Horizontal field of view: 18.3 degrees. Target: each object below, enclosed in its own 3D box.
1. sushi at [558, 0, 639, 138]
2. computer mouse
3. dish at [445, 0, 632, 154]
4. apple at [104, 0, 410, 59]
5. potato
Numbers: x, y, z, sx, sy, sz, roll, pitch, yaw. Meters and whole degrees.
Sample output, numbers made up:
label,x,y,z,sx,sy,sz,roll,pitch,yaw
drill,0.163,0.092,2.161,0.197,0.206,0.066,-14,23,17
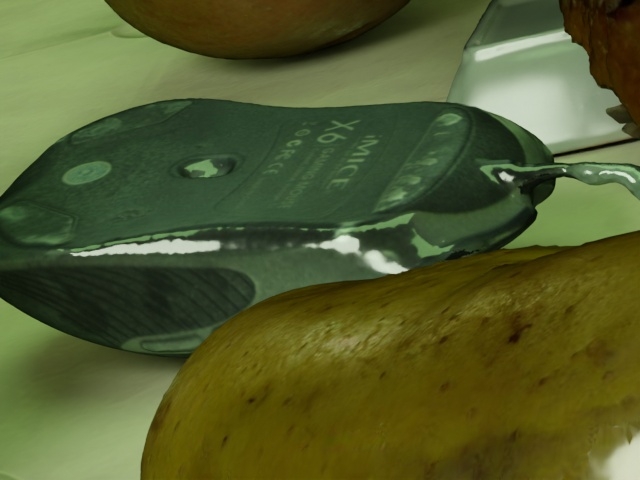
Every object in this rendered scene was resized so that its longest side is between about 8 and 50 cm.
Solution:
label,x,y,z,sx,sy,sz,roll,pitch,yaw
sushi,0.253,-0.132,0.982,0.296,0.166,0.179,-26,1,43
computer mouse,0.000,0.000,0.928,0.379,0.090,0.167,-1,30,28
dish,0.147,-0.116,1.184,0.154,0.064,0.234,-11,17,17
apple,-0.051,-0.298,1.467,0.305,0.338,0.338,-12,15,46
potato,0.076,0.066,0.565,0.369,0.176,0.195,1,51,51
